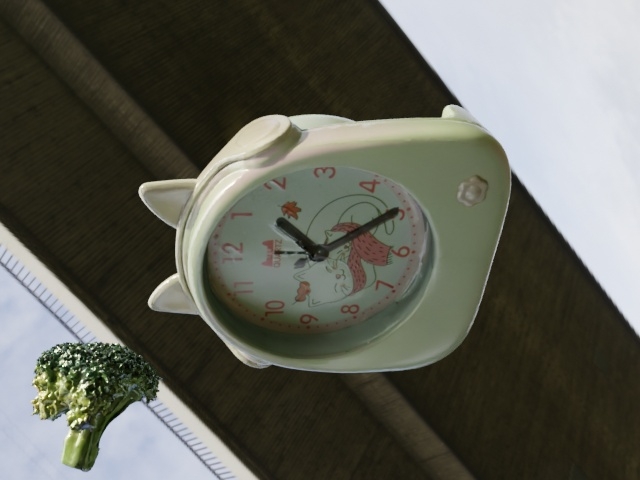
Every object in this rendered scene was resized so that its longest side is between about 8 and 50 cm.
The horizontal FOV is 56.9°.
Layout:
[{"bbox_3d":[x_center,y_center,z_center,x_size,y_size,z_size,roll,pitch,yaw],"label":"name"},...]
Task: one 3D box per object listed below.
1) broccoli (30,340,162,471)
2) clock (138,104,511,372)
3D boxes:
[{"bbox_3d":[-0.338,0.245,0.881,0.194,0.220,0.194,4,-103,-18],"label":"broccoli"},{"bbox_3d":[0.000,0.000,0.563,0.324,0.265,0.108,1,-146,-10],"label":"clock"}]
